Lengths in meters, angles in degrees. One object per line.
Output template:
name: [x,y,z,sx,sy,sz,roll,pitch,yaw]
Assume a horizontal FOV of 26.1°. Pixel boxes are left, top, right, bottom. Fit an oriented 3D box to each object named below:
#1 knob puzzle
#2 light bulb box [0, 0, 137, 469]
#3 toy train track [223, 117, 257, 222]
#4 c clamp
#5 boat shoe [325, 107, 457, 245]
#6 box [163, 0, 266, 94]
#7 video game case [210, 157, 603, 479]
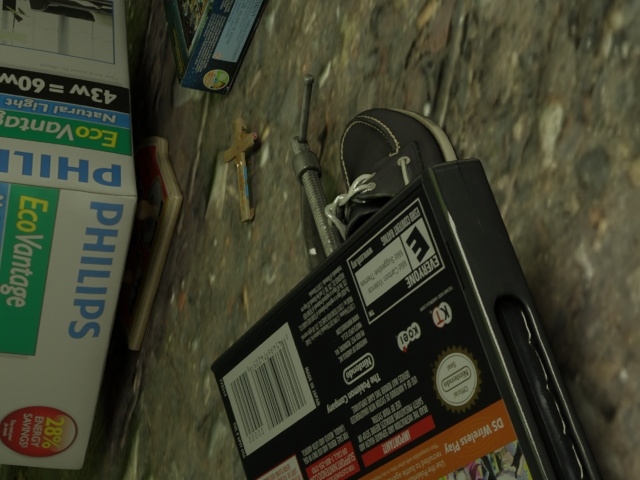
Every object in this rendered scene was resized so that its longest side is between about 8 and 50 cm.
knob puzzle: [-0.187,-0.017,1.352,0.213,0.030,0.213,-173,90,-68]
light bulb box: [-0.318,-0.030,1.346,0.361,0.225,0.358,-102,23,-49]
toy train track: [-0.057,-0.055,1.080,0.048,0.014,0.083,-27,63,55]
c clamp: [0.000,0.000,0.866,0.137,0.022,0.161,94,165,-49]
boat shoe: [0.039,-0.019,0.770,0.206,0.065,0.075,-115,39,-52]
box: [-0.091,-0.260,1.183,0.233,0.044,0.159,-105,32,-43]
video game case: [0.041,0.130,0.670,0.275,0.035,0.248,-43,61,56]
